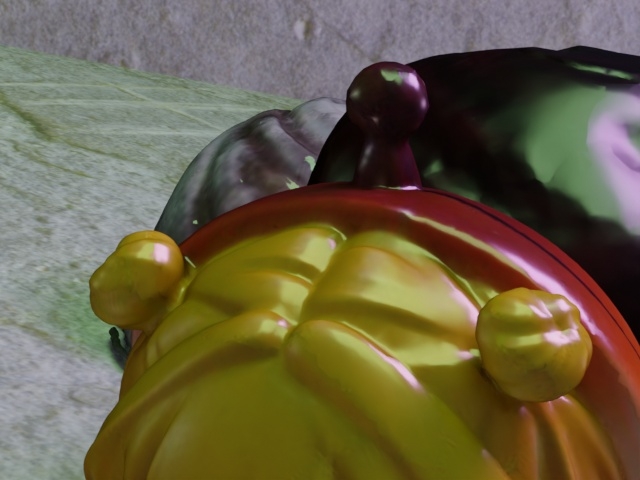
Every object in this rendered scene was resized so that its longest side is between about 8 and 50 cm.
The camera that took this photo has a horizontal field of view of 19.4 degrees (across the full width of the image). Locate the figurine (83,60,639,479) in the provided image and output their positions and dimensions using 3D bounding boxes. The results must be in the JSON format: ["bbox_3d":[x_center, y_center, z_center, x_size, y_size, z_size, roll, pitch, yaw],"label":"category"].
[{"bbox_3d":[0.033,0.108,0.714,0.320,0.323,0.196,7,47,27],"label":"figurine"}]

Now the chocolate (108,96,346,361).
[{"bbox_3d":[0.000,0.000,1.421,0.303,0.213,0.303,11,14,-3],"label":"chocolate"}]

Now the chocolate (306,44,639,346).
[{"bbox_3d":[0.111,0.057,1.023,0.384,0.331,0.383,8,14,-2],"label":"chocolate"}]
